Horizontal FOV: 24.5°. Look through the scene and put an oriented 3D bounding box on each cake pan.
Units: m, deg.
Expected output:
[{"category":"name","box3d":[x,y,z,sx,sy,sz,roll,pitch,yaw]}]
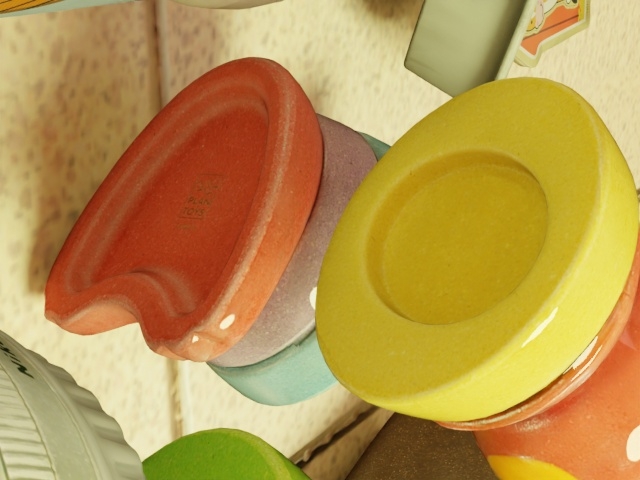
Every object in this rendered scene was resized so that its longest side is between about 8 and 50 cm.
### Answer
[{"category":"cake pan","box3d":[0.110,-0.206,0.804,0.293,0.054,0.293,19,90,-89]}]

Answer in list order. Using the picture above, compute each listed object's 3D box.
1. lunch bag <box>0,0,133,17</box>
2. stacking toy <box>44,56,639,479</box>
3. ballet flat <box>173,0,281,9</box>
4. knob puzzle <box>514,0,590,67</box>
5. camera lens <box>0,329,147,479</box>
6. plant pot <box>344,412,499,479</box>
[{"category":"lunch bag","box3d":[-0.088,-0.264,0.376,0.328,0.239,0.385,-23,98,-61]},{"category":"stacking toy","box3d":[-0.004,0.076,0.578,0.130,0.309,0.279,35,83,-32]},{"category":"ballet flat","box3d":[0.038,-0.241,0.732,0.400,0.139,0.139,-66,147,-25]},{"category":"knob puzzle","box3d":[0.154,-0.212,1.014,0.213,0.030,0.213,-28,124,-52]},{"category":"camera lens","box3d":[-0.193,0.103,0.374,0.274,0.219,0.219,23,81,-58]},{"category":"plant pot","box3d":[0.074,0.213,0.892,0.215,0.215,0.230,65,33,-45]}]
